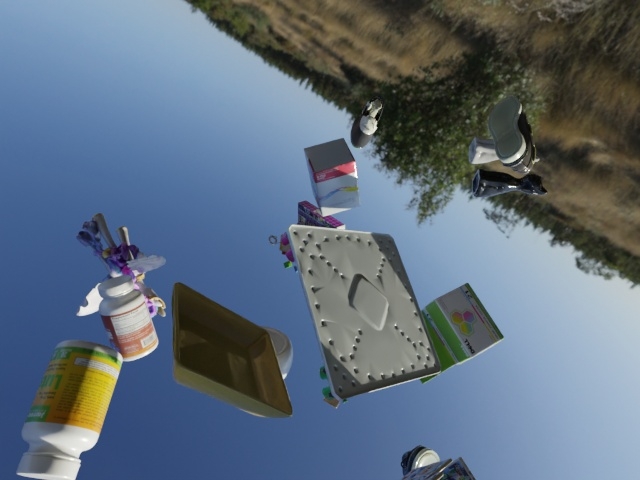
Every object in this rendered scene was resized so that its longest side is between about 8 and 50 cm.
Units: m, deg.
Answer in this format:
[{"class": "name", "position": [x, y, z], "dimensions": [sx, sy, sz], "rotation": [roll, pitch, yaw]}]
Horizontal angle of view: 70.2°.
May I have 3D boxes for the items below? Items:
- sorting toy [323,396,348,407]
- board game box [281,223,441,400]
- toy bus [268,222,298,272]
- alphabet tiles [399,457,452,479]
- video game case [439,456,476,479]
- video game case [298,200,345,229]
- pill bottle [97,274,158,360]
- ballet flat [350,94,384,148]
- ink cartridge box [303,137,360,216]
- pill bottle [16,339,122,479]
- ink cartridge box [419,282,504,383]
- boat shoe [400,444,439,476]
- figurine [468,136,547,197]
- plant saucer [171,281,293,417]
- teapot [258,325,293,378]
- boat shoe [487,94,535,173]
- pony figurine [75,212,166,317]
[{"class": "sorting toy", "position": [0.059, 0.589, 1.690], "dimensions": [0.083, 0.012, 0.062], "rotation": [31, -120, 4]}, {"class": "board game box", "position": [0.103, 0.156, 1.096], "dimensions": [0.390, 0.050, 0.390], "rotation": [4, -119, -44]}, {"class": "toy bus", "position": [-0.095, 0.019, 2.012], "dimensions": [0.202, 0.191, 0.104], "rotation": [58, -155, 8]}, {"class": "alphabet tiles", "position": [0.131, 0.555, 0.957], "dimensions": [0.285, 0.343, 0.011], "rotation": [-26, -114, -24]}, {"class": "video game case", "position": [0.489, 0.897, 1.616], "dimensions": [0.023, 0.201, 0.183], "rotation": [-5, -129, -40]}, {"class": "video game case", "position": [0.000, 0.000, 1.543], "dimensions": [0.041, 0.210, 0.232], "rotation": [-19, -147, -29]}, {"class": "pill bottle", "position": [-0.539, 0.213, 1.265], "dimensions": [0.121, 0.216, 0.121], "rotation": [-10, -163, 3]}, {"class": "ballet flat", "position": [0.145, -0.364, 1.365], "dimensions": [0.074, 0.074, 0.203], "rotation": [32, -121, -12]}, {"class": "ink cartridge box", "position": [0.036, -0.185, 1.349], "dimensions": [0.176, 0.127, 0.128], "rotation": [77, 175, -46]}, {"class": "pill bottle", "position": [-0.503, 0.339, 0.914], "dimensions": [0.136, 0.136, 0.246], "rotation": [26, -129, -29]}, {"class": "ink cartridge box", "position": [0.355, 0.261, 1.288], "dimensions": [0.255, 0.097, 0.189], "rotation": [-21, -110, -25]}, {"class": "boat shoe", "position": [0.317, 0.743, 1.483], "dimensions": [0.113, 0.127, 0.340], "rotation": [36, 159, 45]}, {"class": "figurine", "position": [0.578, -0.229, 1.408], "dimensions": [0.209, 0.092, 0.215], "rotation": [3, -120, 4]}, {"class": "plant saucer", "position": [-0.244, 0.286, 1.135], "dimensions": [0.333, 0.081, 0.333], "rotation": [37, -169, -30]}, {"class": "teapot", "position": [-0.207, 0.413, 1.482], "dimensions": [0.252, 0.187, 0.256], "rotation": [16, -159, 32]}, {"class": "boat shoe", "position": [0.431, -0.239, 1.022], "dimensions": [0.068, 0.081, 0.228], "rotation": [36, -133, -24]}, {"class": "pony figurine", "position": [-0.660, 0.094, 1.516], "dimensions": [0.363, 0.302, 0.351], "rotation": [54, 173, 11]}]
